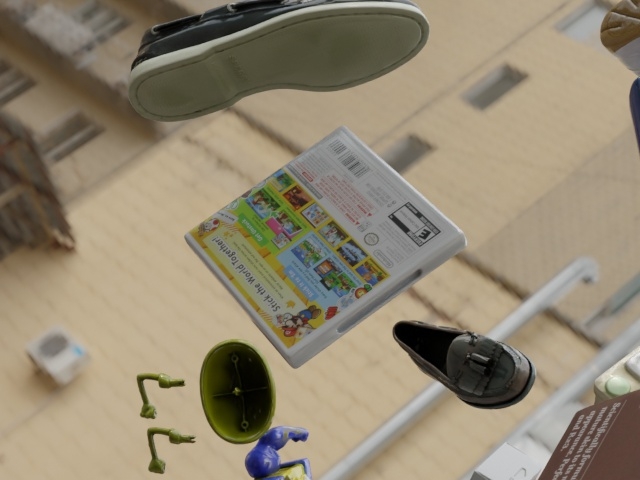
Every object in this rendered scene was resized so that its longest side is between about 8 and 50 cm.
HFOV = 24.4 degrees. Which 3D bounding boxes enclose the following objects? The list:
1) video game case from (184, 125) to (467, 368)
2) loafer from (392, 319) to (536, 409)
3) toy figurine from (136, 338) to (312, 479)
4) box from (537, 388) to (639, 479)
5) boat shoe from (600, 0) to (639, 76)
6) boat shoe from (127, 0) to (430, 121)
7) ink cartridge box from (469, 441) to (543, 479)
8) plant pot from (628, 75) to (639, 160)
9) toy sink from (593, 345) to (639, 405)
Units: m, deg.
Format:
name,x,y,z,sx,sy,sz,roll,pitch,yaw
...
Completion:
name,x,y,z,sx,sy,sz,roll,pitch,yaw
video game case,0.000,0.000,1.462,0.227,0.206,0.026,46,-13,44
loafer,0.186,0.164,2.031,0.084,0.096,0.267,31,-8,-27
toy figurine,-0.085,0.314,1.873,0.217,0.191,0.362,13,63,-71
box,0.286,0.290,0.952,0.143,0.191,0.381,-26,-74,46
boat shoe,0.443,-0.260,1.598,0.277,0.098,0.096,-24,-49,33
boat shoe,-0.051,-0.228,1.657,0.127,0.340,0.113,61,17,-48
ink cartridge box,0.253,0.408,2.243,0.072,0.127,0.175,32,-64,19
plant pot,0.466,-0.094,1.547,0.212,0.236,0.235,-15,-95,50
toy sink,0.463,0.224,2.023,0.131,0.153,0.234,41,-27,31
